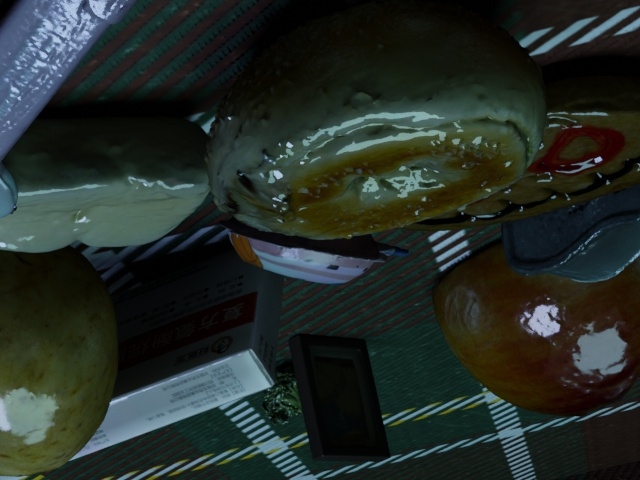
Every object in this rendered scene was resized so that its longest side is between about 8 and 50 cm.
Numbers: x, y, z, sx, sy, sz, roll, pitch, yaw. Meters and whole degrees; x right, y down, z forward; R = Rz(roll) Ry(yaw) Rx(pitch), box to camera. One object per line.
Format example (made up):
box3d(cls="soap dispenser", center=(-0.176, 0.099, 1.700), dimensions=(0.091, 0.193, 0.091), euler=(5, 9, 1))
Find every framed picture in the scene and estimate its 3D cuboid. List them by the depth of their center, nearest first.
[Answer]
box3d(cls="framed picture", center=(0.026, 0.211, 2.512), dimensions=(0.128, 0.168, 0.023), euler=(7, 153, -43))

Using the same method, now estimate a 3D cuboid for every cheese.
box3d(cls="cheese", center=(-0.234, -0.056, 1.734), dimensions=(0.263, 0.093, 0.159), euler=(-3, 156, -20))
box3d(cls="cheese", center=(0.000, 0.000, 2.007), dimensions=(0.189, 0.074, 0.286), euler=(17, -174, 25))

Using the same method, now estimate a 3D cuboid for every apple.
box3d(cls="apple", center=(0.284, 0.087, 2.342), dimensions=(0.254, 0.179, 0.346), euler=(38, 140, -14))

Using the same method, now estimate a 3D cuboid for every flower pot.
box3d(cls="flower pot", center=(0.316, -0.026, 2.110), dimensions=(0.108, 0.103, 0.229), euler=(7, 154, -40))

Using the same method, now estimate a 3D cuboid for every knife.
box3d(cls="knife", center=(-0.239, -0.135, 1.503), dimensions=(0.132, 0.038, 0.398), euler=(29, 140, -17))

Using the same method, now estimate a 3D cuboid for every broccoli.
box3d(cls="broccoli", center=(-0.025, 0.211, 2.609), dimensions=(0.097, 0.092, 0.095), euler=(-7, 138, -47))

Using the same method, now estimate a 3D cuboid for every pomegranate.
box3d(cls="pomegranate", center=(-0.317, 0.111, 1.909), dimensions=(0.260, 0.260, 0.260), euler=(-10, 161, -4))

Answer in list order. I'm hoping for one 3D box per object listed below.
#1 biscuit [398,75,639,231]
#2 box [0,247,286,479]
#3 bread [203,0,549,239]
box3d(cls="biscuit", center=(0.192, -0.081, 1.917), dimensions=(0.367, 0.063, 0.314), euler=(-16, 162, 26))
box3d(cls="box", center=(-0.210, 0.133, 2.086), dimensions=(0.353, 0.214, 0.069), euler=(-23, 120, 17))
box3d(cls="bread", center=(0.044, -0.108, 1.641), dimensions=(0.305, 0.158, 0.305), euler=(-12, 164, -4))
